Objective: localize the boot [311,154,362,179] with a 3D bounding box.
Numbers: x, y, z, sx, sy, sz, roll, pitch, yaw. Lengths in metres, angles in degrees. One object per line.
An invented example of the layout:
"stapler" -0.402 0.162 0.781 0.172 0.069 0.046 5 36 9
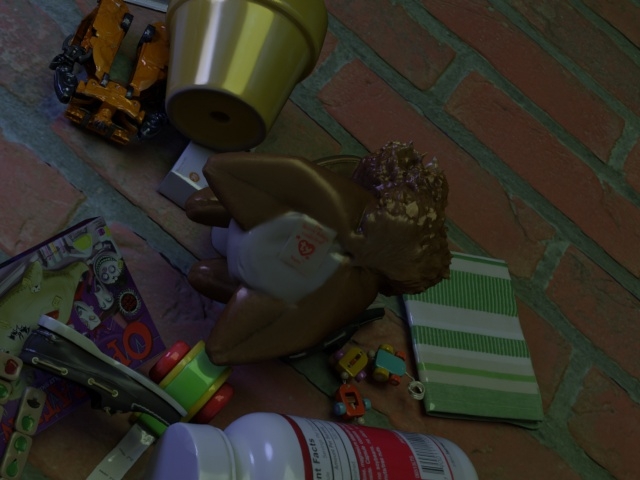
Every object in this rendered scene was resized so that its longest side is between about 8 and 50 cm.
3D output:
"boot" 0.071 -0.062 2.100 0.305 0.112 0.115 6 45 -35

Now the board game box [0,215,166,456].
"board game box" -0.372 0.130 1.596 0.347 0.056 0.208 -33 108 -40

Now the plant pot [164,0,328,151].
"plant pot" -0.134 -0.280 1.973 0.254 0.254 0.239 24 59 -18

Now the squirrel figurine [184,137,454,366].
"squirrel figurine" 0.000 0.000 1.830 0.397 0.370 0.281 -8 93 -4

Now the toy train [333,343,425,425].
"toy train" 0.074 0.223 1.933 0.166 0.046 0.125 -8 63 -36

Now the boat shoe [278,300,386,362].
"boat shoe" 0.016 0.134 1.954 0.233 0.084 0.079 -12 102 -48

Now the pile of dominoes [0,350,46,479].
"pile of dominoes" -0.425 0.245 1.467 0.196 0.040 0.251 29 62 -34

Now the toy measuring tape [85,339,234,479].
"toy measuring tape" -0.204 0.226 1.678 0.121 0.121 0.330 42 43 0

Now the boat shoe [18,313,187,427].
"boat shoe" -0.273 0.180 1.586 0.228 0.081 0.068 36 74 -19

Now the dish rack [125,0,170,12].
"dish rack" -0.353 -0.567 2.238 0.286 0.072 0.332 11 50 -28

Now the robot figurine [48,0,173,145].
"robot figurine" -0.320 -0.267 2.009 0.211 0.085 0.291 26 45 -16

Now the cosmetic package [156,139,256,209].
"cosmetic package" -0.168 -0.140 2.034 0.099 0.060 0.239 33 44 -8

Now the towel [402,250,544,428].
"towel" 0.246 0.157 2.117 0.248 0.038 0.324 11 52 -29

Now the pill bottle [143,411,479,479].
"pill bottle" -0.012 0.346 1.636 0.408 0.229 0.229 12 51 -28
